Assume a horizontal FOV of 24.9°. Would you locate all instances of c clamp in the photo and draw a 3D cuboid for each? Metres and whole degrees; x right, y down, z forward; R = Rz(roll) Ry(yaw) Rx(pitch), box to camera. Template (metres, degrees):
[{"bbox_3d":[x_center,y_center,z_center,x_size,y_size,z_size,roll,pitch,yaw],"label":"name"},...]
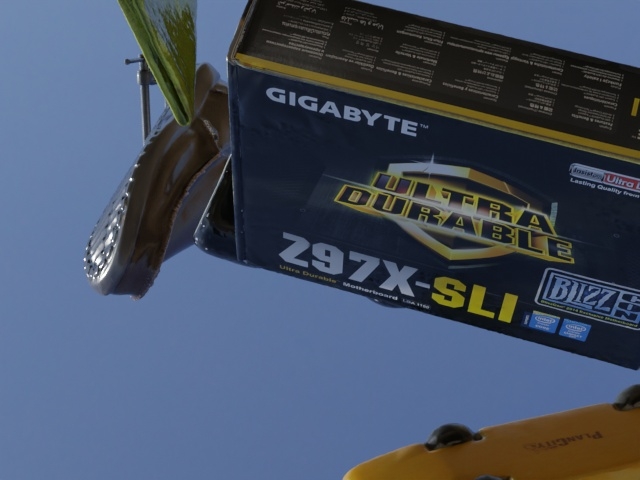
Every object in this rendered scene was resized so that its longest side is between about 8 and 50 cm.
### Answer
[{"bbox_3d":[-0.202,-0.149,1.733,0.022,0.161,0.137,2,-163,18],"label":"c clamp"}]

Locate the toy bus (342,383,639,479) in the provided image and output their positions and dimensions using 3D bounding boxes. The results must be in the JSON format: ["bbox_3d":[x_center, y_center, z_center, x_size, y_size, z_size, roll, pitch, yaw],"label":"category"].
[{"bbox_3d":[0.190,0.226,1.252,0.332,0.130,0.108,-10,-156,-12],"label":"toy bus"}]

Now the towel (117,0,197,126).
[{"bbox_3d":[-0.087,-0.181,0.847,0.021,0.102,0.237,-14,-135,12],"label":"towel"}]

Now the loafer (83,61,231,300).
[{"bbox_3d":[-0.133,-0.060,1.518,0.130,0.134,0.366,32,-141,-9],"label":"loafer"}]

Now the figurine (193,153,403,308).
[{"bbox_3d":[0.000,0.000,1.288,0.209,0.092,0.215,25,-177,-5],"label":"figurine"}]

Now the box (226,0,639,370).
[{"bbox_3d":[0.100,-0.035,0.990,0.322,0.257,0.079,15,-118,7],"label":"box"}]
